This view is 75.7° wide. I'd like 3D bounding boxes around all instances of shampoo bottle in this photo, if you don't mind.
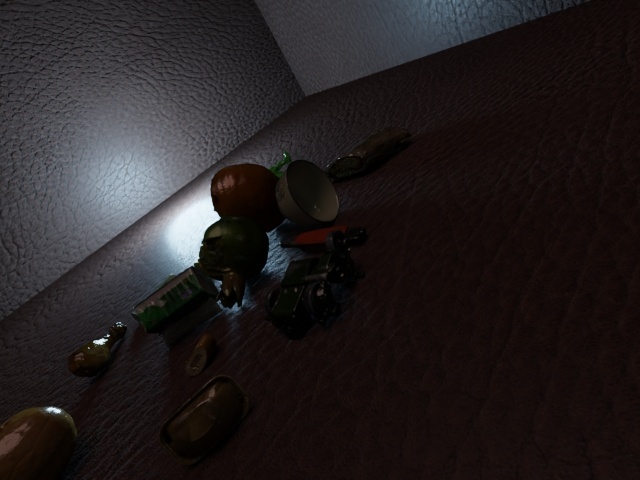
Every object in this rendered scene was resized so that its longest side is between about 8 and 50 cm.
[{"bbox_3d":[-0.623,0.215,1.562,0.072,0.049,0.212,-4,37,37],"label":"shampoo bottle"}]

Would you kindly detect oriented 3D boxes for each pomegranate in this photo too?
[{"bbox_3d":[-0.267,0.065,1.286,0.235,0.236,0.302,-23,57,17],"label":"pomegranate"}]

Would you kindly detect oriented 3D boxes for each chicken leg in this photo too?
[{"bbox_3d":[-0.736,0.359,1.385,0.087,0.107,0.251,-41,13,22],"label":"chicken leg"}]

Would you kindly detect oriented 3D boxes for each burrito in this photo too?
[{"bbox_3d":[0.181,-0.336,1.600,0.347,0.107,0.175,-33,12,-7],"label":"burrito"}]

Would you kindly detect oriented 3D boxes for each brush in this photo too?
[{"bbox_3d":[0.000,0.001,1.262,0.323,0.051,0.070,-5,42,38],"label":"brush"}]

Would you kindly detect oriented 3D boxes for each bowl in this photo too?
[{"bbox_3d":[-0.059,-0.140,1.392,0.126,0.238,0.238,-33,21,36],"label":"bowl"}]

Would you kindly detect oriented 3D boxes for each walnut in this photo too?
[{"bbox_3d":[-0.691,0.502,0.972,0.195,0.195,0.222,-13,35,34],"label":"walnut"}]

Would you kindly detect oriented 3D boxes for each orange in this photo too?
[{"bbox_3d":[-0.249,-0.152,1.482,0.309,0.275,0.274,-6,15,-26],"label":"orange"}]

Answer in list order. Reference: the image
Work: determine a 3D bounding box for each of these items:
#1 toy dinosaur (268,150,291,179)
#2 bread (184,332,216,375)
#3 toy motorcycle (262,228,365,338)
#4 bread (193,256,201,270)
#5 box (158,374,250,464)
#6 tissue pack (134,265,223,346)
[{"bbox_3d":[-0.251,-0.233,1.852,0.374,0.144,0.500,-32,20,11],"label":"toy dinosaur"},{"bbox_3d":[-0.308,0.295,1.068,0.062,0.049,0.103,-55,7,42],"label":"bread"},{"bbox_3d":[-0.022,0.107,1.021,0.205,0.127,0.275,-12,39,37],"label":"toy motorcycle"},{"bbox_3d":[-0.418,0.033,1.659,0.088,0.049,0.226,-12,33,35],"label":"bread"},{"bbox_3d":[-0.231,0.355,0.827,0.177,0.111,0.111,-41,27,-18],"label":"box"},{"bbox_3d":[-0.421,0.206,1.261,0.209,0.156,0.148,-36,-17,-3],"label":"tissue pack"}]
